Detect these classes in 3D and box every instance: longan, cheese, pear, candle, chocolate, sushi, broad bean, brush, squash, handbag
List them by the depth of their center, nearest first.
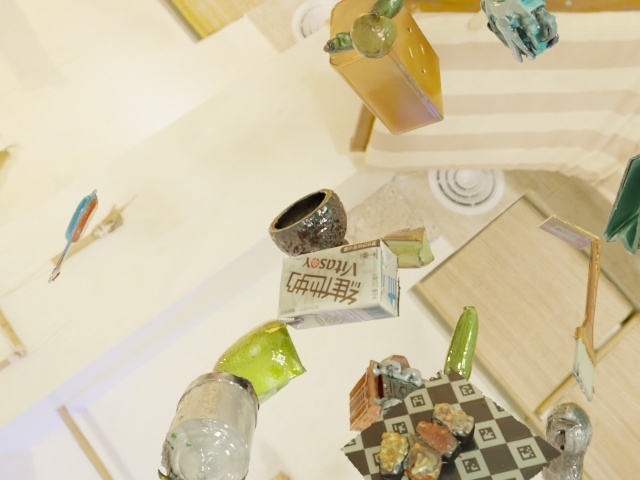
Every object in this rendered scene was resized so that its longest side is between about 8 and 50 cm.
[{"bbox_3d":[0.084,-0.328,0.859,0.075,0.075,0.083,43,145,35],"label":"longan"},{"bbox_3d":[0.459,0.114,0.931,0.017,0.314,0.090,-8,132,39],"label":"brush"},{"bbox_3d":[0.087,-0.381,0.949,0.046,0.195,0.061,53,-174,0],"label":"broad bean"},{"bbox_3d":[0.216,0.350,0.953,0.264,0.290,0.050,38,147,45],"label":"sushi"},{"bbox_3d":[-0.227,0.419,1.126,0.187,0.187,0.330,57,-173,-14],"label":"candle"},{"bbox_3d":[0.771,-0.110,1.204,0.100,0.268,0.274,50,156,40],"label":"handbag"},{"bbox_3d":[-0.575,-0.010,1.277,0.037,0.256,0.106,27,-169,-13],"label":"cheese"},{"bbox_3d":[0.340,0.253,1.313,0.066,0.201,0.066,15,166,4],"label":"squash"},{"bbox_3d":[0.609,0.517,1.361,0.110,0.110,0.248,28,113,59],"label":"chocolate"},{"bbox_3d":[-0.215,0.419,1.828,0.238,0.318,0.342,62,172,12],"label":"pear"}]

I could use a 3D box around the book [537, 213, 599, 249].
[{"bbox_3d":[0.863,-0.028,1.908,0.172,0.012,0.118,29,161,4],"label":"book"}]

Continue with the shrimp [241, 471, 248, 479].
[{"bbox_3d":[-0.214,0.549,1.332,0.124,0.034,0.178,5,-105,-63],"label":"shrimp"}]

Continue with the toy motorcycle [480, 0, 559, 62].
[{"bbox_3d":[0.564,-0.641,1.575,0.260,0.154,0.206,53,172,11],"label":"toy motorcycle"}]

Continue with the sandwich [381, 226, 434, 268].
[{"bbox_3d":[0.304,0.030,1.795,0.235,0.128,0.122,1,112,65],"label":"sandwich"}]

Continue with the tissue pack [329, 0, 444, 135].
[{"bbox_3d":[0.150,-0.388,1.206,0.274,0.145,0.194,34,-132,-46],"label":"tissue pack"}]

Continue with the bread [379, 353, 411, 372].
[{"bbox_3d":[0.245,0.441,1.834,0.192,0.119,0.067,13,171,-26],"label":"bread"}]

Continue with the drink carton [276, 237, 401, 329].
[{"bbox_3d":[0.049,0.127,1.529,0.132,0.324,0.194,42,-137,-49],"label":"drink carton"}]

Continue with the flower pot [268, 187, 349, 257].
[{"bbox_3d":[0.000,0.000,1.857,0.267,0.266,0.266,56,165,-21],"label":"flower pot"}]

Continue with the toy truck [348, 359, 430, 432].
[{"bbox_3d":[0.279,0.511,1.600,0.387,0.207,0.173,22,-145,-14],"label":"toy truck"}]
